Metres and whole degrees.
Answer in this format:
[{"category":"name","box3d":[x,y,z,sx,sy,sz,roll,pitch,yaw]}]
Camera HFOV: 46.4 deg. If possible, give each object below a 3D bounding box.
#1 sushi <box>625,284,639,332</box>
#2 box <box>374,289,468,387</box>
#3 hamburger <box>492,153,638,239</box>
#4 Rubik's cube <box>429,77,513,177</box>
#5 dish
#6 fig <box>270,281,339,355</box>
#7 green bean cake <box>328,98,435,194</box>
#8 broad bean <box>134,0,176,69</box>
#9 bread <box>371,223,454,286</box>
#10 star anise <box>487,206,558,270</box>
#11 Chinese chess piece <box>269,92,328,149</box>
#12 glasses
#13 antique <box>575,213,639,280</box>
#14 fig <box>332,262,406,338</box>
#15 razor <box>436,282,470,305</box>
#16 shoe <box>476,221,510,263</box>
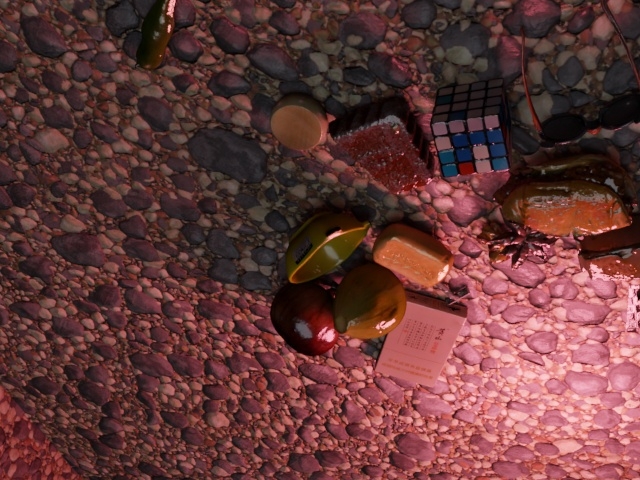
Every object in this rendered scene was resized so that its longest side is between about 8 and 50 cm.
[{"category":"sushi","box3d":[0.901,0.201,2.012,0.139,0.031,0.201,-1,132,18]},{"category":"box","box3d":[0.301,0.307,2.286,0.204,0.051,0.365,16,135,3]},{"category":"hamburger","box3d":[0.581,-0.105,1.730,0.282,0.155,0.245,31,131,-8]},{"category":"Rubik's cube","box3d":[0.341,-0.250,1.664,0.154,0.155,0.151,-5,129,21]},{"category":"dish","box3d":[0.000,0.000,2.016,0.108,0.221,0.262,56,133,18]},{"category":"fig","box3d":[-0.038,0.226,2.205,0.235,0.214,0.235,23,129,32]},{"category":"green bean cake","box3d":[0.155,-0.219,1.791,0.198,0.097,0.233,-19,125,30]},{"category":"broad bean","box3d":[-0.352,-0.499,1.709,0.098,0.056,0.318,38,130,-19]},{"category":"bread","box3d":[0.248,0.032,2.003,0.217,0.098,0.147,30,129,-9]},{"category":"star anise","box3d":[0.514,-0.006,1.877,0.182,0.065,0.195,7,116,-8]},{"category":"Chinese chess piece","box3d":[-0.053,-0.289,1.818,0.144,0.058,0.144,9,133,10]},{"category":"glasses","box3d":[0.533,-0.335,1.550,0.234,0.118,0.268,-14,127,30]},{"category":"antique","box3d":[0.771,0.017,1.809,0.284,0.125,0.150,-10,128,25]},{"category":"fig","box3d":[0.137,0.185,2.091,0.207,0.230,0.207,8,133,8]},{"category":"razor","box3d":[0.319,0.107,2.100,0.211,0.036,0.084,37,130,-19]},{"category":"shoe","box3d":[0.451,0.006,1.939,0.069,0.072,0.109,-35,129,-4]}]
